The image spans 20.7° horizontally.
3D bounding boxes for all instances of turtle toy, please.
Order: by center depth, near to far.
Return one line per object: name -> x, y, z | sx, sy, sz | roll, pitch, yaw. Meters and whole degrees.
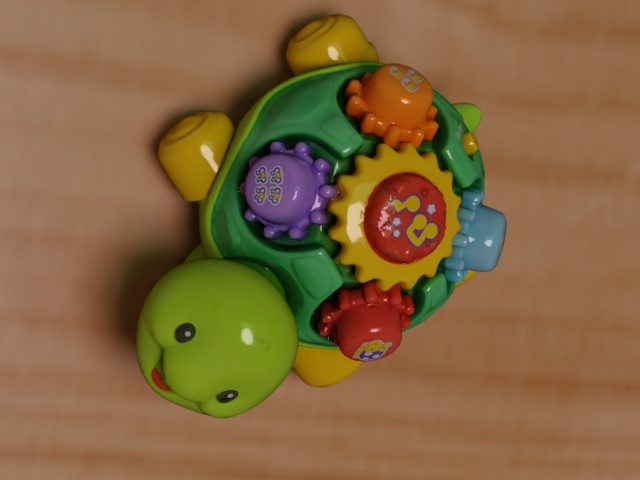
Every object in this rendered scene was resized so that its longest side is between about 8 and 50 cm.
turtle toy -> 0.000, 0.000, 0.500 | 0.130, 0.066, 0.095 | -39, 111, -17
